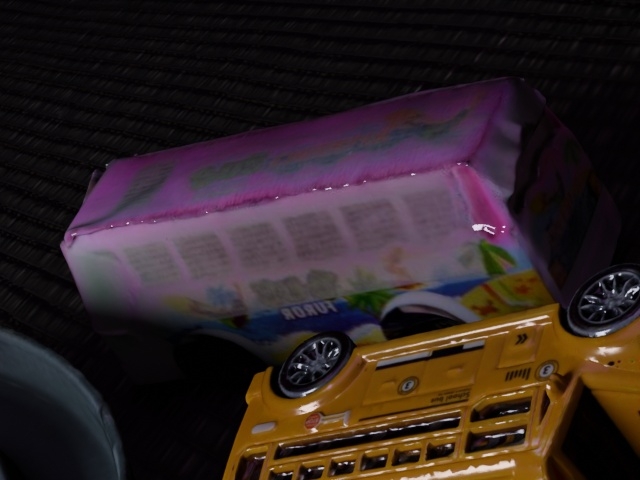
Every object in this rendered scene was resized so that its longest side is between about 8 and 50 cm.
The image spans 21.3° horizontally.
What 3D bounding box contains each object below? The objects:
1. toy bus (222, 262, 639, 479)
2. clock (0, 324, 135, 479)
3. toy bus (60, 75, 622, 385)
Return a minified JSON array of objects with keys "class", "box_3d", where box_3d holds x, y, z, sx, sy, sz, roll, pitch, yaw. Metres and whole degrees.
[{"class":"toy bus","box_3d":[0.061,0.078,0.619,0.194,0.083,0.088,-15,36,35]},{"class":"clock","box_3d":[-0.223,0.155,0.687,0.319,0.066,0.319,-9,37,7]},{"class":"toy bus","box_3d":[0.000,0.000,0.816,0.274,0.112,0.090,-10,38,36]}]
